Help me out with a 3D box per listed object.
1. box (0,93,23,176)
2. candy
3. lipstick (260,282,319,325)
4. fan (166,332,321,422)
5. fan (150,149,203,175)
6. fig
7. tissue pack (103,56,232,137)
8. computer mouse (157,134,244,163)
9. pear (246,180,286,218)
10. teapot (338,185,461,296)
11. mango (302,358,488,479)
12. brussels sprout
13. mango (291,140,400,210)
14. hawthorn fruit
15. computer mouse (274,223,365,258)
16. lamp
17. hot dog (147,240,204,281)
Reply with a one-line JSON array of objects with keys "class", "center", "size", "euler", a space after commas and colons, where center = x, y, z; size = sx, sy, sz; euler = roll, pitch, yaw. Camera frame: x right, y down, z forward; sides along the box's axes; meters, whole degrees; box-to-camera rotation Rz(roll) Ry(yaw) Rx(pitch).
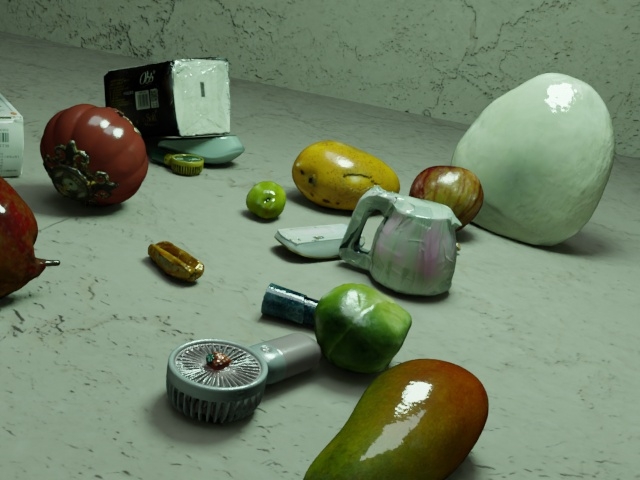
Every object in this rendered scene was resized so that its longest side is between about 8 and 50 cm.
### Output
[{"class": "box", "center": [-0.806, -0.258, 1.715], "size": [0.173, 0.145, 0.333], "euler": [-6, 25, -33]}, {"class": "candy", "center": [0.516, -0.200, 1.820], "size": [0.386, 0.426, 0.186], "euler": [38, 23, 26]}, {"class": "lipstick", "center": [0.019, 0.132, 1.225], "size": [0.234, 0.053, 0.053], "euler": [18, 22, 9]}, {"class": "fan", "center": [-0.097, 0.172, 1.017], "size": [0.130, 0.074, 0.244], "euler": [26, 25, 37]}, {"class": "fan", "center": [-0.371, -0.203, 1.919], "size": [0.155, 0.039, 0.082], "euler": [19, 23, 26]}, {"class": "fig", "center": [0.281, -0.072, 1.754], "size": [0.175, 0.207, 0.175], "euler": [20, -20, 8]}, {"class": "tissue pack", "center": [-0.415, -0.380, 2.009], "size": [0.198, 0.209, 0.370], "euler": [-6, 10, -42]}, {"class": "computer mouse", "center": [-0.319, -0.244, 1.997], "size": [0.231, 0.079, 0.128], "euler": [0, 7, -4]}, {"class": "pear", "center": [-0.119, -0.091, 1.679], "size": [0.092, 0.092, 0.097], "euler": [1, 22, -22]}, {"class": "teapot", "center": [0.168, -0.007, 1.457], "size": [0.163, 0.178, 0.222], "euler": [-9, 27, -42]}, {"class": "mango", "center": [0.105, 0.231, 0.891], "size": [0.146, 0.129, 0.289], "euler": [22, 32, 24]}, {"class": "brussels sprout", "center": [0.056, 0.133, 1.130], "size": [0.155, 0.117, 0.155], "euler": [29, 20, -12]}, {"class": "mango", "center": [0.075, -0.151, 1.842], "size": [0.291, 0.159, 0.191], "euler": [11, 12, -25]}, {"class": "hawthorn fruit", "center": [-0.521, -0.007, 1.136], "size": [0.248, 0.208, 0.208], "euler": [24, 18, -12]}, {"class": "computer mouse", "center": [-0.001, 0.002, 1.544], "size": [0.199, 0.044, 0.102], "euler": [-6, 27, -36]}, {"class": "lamp", "center": [-0.467, -0.180, 1.555], "size": [0.227, 0.226, 0.227], "euler": [9, 21, -3]}, {"class": "hot dog", "center": [-0.264, 0.038, 1.342], "size": [0.062, 0.038, 0.144], "euler": [-14, 29, -42]}]
